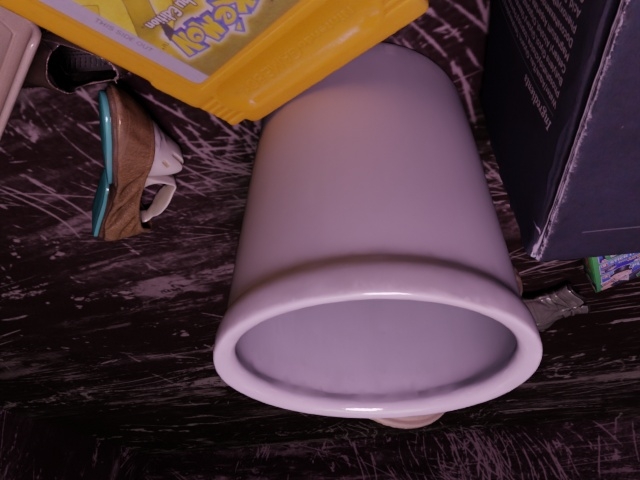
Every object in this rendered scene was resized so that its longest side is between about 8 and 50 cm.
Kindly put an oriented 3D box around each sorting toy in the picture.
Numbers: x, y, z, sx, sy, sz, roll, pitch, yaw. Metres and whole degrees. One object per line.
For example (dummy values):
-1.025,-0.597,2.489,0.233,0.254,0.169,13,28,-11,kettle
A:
-0.408,-0.237,0.519,0.196,0.047,0.348,48,123,-5,sorting toy

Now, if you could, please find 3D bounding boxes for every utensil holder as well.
0.056,-0.015,0.575,0.328,0.385,0.327,1,144,0,utensil holder

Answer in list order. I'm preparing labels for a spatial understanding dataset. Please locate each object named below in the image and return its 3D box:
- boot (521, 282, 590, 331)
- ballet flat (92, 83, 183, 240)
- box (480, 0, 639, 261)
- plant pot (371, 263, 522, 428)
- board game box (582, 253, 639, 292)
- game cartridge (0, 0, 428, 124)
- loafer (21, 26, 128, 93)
0.501,0.136,1.030,0.247,0.083,0.161,26,130,-37,boot
-0.289,-0.104,0.713,0.124,0.116,0.342,-2,149,-30,ballet flat
0.406,-0.244,0.329,0.481,0.297,0.471,-6,141,9,box
0.190,0.126,0.850,0.334,0.333,0.305,15,130,-17,plant pot
0.606,-0.032,0.752,0.318,0.046,0.213,-27,139,18,board game box
-0.107,-0.233,0.404,0.286,0.052,0.324,-20,152,39,game cartridge
-0.337,-0.226,0.561,0.220,0.078,0.080,-6,142,10,loafer
